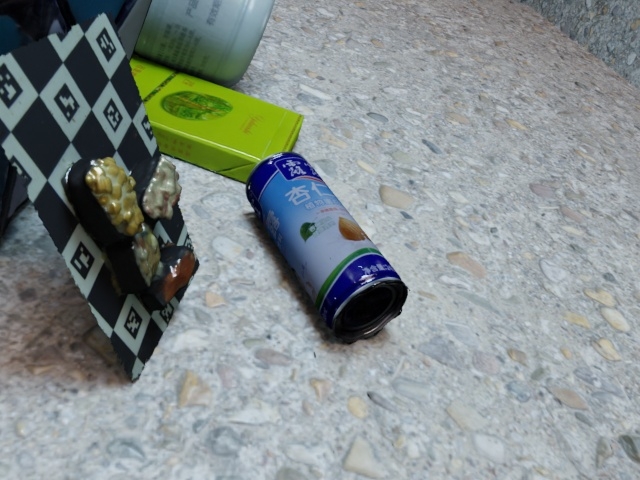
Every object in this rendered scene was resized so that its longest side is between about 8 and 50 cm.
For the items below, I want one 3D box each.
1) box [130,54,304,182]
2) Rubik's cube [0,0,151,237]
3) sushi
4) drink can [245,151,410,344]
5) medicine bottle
[{"bbox_3d":[-0.201,-0.188,0.839,0.335,0.047,0.187,19,35,-2],"label":"box"},{"bbox_3d":[-0.358,-0.230,0.543,0.307,0.310,0.305,29,33,-10],"label":"Rubik's cube"},{"bbox_3d":[-0.153,-0.035,0.481,0.043,0.279,0.192,-4,32,13],"label":"sushi"},{"bbox_3d":[0.000,0.000,0.657,0.097,0.097,0.235,-6,45,-32],"label":"drink can"},{"bbox_3d":[-0.241,-0.405,0.898,0.306,0.245,0.245,19,35,-21],"label":"medicine bottle"}]
